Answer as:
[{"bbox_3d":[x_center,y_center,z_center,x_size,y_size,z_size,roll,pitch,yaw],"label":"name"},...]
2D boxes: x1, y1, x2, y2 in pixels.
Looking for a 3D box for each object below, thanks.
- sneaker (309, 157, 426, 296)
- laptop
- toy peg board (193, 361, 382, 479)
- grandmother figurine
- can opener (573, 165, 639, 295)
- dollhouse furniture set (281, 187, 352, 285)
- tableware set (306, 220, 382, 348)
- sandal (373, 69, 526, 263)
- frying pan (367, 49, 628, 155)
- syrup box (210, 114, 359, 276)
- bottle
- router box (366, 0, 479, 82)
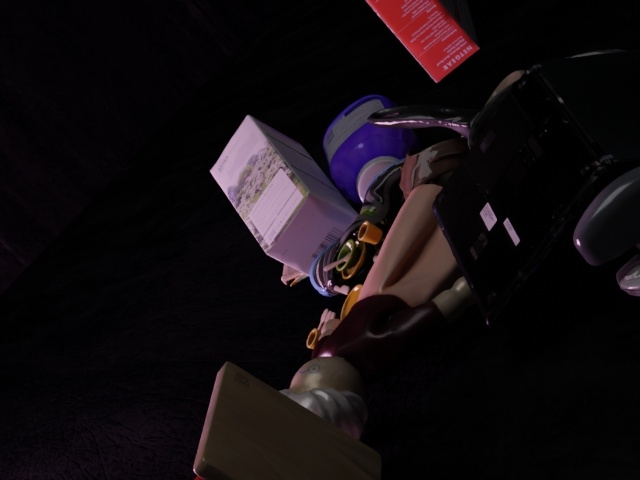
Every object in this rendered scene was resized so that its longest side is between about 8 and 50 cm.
[{"bbox_3d":[0.064,-0.010,1.669,0.188,0.067,0.078,-52,18,-8],"label":"sneaker"},{"bbox_3d":[0.243,-0.057,1.293,0.264,0.136,0.234,-56,21,18],"label":"laptop"},{"bbox_3d":[-0.039,0.203,1.195,0.079,0.161,0.160,-53,11,21],"label":"toy peg board"},{"bbox_3d":[0.059,0.074,1.391,0.208,0.104,0.342,-37,11,51],"label":"grandmother figurine"},{"bbox_3d":[0.324,-0.061,1.125,0.280,0.093,0.074,-39,15,-4],"label":"can opener"},{"bbox_3d":[0.000,0.000,1.868,0.076,0.058,0.151,-24,42,32],"label":"dollhouse furniture set"},{"bbox_3d":[0.024,0.052,1.572,0.154,0.024,0.104,-66,18,-2],"label":"tableware set"},{"bbox_3d":[0.137,-0.084,1.621,0.303,0.086,0.120,-56,19,-26],"label":"sandal"},{"bbox_3d":[0.188,-0.109,1.509,0.326,0.053,0.197,-17,30,24],"label":"frying pan"},{"bbox_3d":[-0.045,-0.055,1.820,0.093,0.096,0.237,-55,33,12],"label":"syrup box"},{"bbox_3d":[0.068,-0.104,1.843,0.118,0.092,0.283,-42,15,9],"label":"bottle"},{"bbox_3d":[0.105,-0.414,2.194,0.082,0.301,0.335,-38,16,16],"label":"router box"}]
